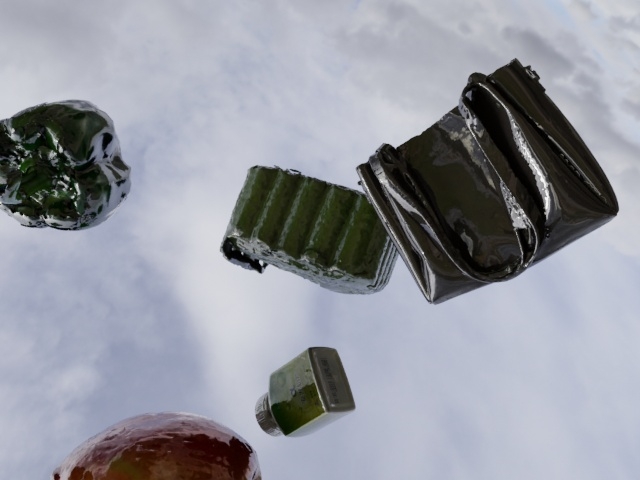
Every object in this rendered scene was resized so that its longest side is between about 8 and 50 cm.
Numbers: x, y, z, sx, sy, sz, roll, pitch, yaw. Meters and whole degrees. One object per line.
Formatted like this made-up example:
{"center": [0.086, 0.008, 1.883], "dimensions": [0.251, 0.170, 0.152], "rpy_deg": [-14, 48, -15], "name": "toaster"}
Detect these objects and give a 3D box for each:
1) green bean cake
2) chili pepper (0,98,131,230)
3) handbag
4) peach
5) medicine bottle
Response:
{"center": [0.000, 0.000, 0.997], "dimensions": [0.320, 0.217, 0.335], "rpy_deg": [17, 177, 20], "name": "green bean cake"}
{"center": [-0.370, -0.099, 0.650], "dimensions": [0.165, 0.173, 0.261], "rpy_deg": [7, -158, 8], "name": "chili pepper"}
{"center": [0.211, -0.072, 0.663], "dimensions": [0.256, 0.286, 0.113], "rpy_deg": [58, -151, 1], "name": "handbag"}
{"center": [-0.289, 0.463, 0.866], "dimensions": [0.373, 0.373, 0.289], "rpy_deg": [2, -94, -32], "name": "peach"}
{"center": [-0.037, 0.302, 0.924], "dimensions": [0.088, 0.188, 0.131], "rpy_deg": [14, -135, -44], "name": "medicine bottle"}
